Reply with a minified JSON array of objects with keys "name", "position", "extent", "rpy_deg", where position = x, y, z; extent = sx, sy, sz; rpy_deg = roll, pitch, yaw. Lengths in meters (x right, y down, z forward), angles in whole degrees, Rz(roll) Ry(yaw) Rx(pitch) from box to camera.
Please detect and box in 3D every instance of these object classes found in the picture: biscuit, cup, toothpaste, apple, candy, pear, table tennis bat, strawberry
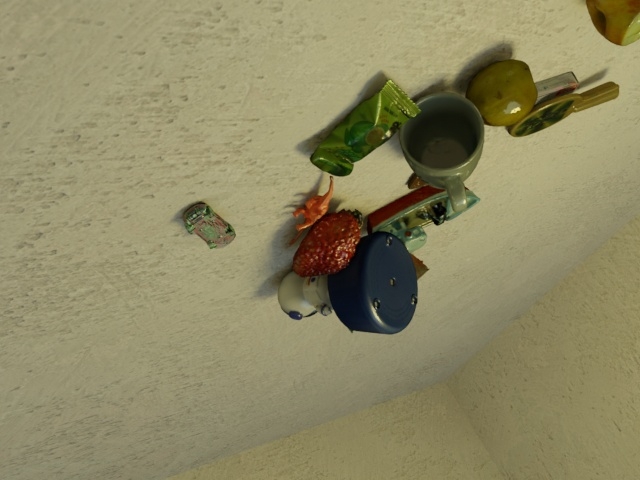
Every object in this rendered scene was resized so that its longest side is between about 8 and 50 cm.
[{"name":"biscuit","position":[0.288,-0.180,1.928],"extent":[0.130,0.019,0.119],"rpy_deg":[-33,155,4]},{"name":"cup","position":[0.294,-0.179,1.668],"extent":[0.186,0.258,0.234],"rpy_deg":[-13,163,9]},{"name":"toothpaste","position":[0.573,-0.382,1.838],"extent":[0.196,0.040,0.047],"rpy_deg":[-21,156,-20]},{"name":"apple","position":[0.666,-0.520,1.535],"extent":[0.173,0.160,0.195],"rpy_deg":[-26,164,8]},{"name":"candy","position":[0.096,-0.238,1.558],"extent":[0.246,0.069,0.149],"rpy_deg":[-37,150,24]},{"name":"pear","position":[0.413,-0.332,1.634],"extent":[0.162,0.149,0.149],"rpy_deg":[-31,155,11]},{"name":"table tennis bat","position":[0.651,-0.356,1.922],"extent":[0.320,0.050,0.198],"rpy_deg":[-20,167,-5]},{"name":"strawberry","position":[0.003,0.004,1.814],"extent":[0.106,0.175,0.236],"rpy_deg":[28,102,-39]}]

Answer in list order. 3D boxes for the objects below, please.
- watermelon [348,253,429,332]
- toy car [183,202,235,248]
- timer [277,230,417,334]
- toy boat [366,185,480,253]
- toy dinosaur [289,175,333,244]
[{"name":"watermelon","position":[0.176,0.140,2.287],"extent":[0.264,0.151,0.302],"rpy_deg":[-47,168,27]},{"name":"toy car","position":[-0.246,-0.033,1.586],"extent":[0.069,0.055,0.142],"rpy_deg":[-35,141,8]},{"name":"timer","position":[0.044,0.131,1.965],"extent":[0.383,0.270,0.270],"rpy_deg":[-10,171,38]},{"name":"toy boat","position":[0.298,-0.062,2.025],"extent":[0.331,0.133,0.145],"rpy_deg":[-26,154,-10]},{"name":"toy dinosaur","position":[-0.027,-0.062,1.763],"extent":[0.101,0.055,0.279],"rpy_deg":[-31,170,-46]}]
